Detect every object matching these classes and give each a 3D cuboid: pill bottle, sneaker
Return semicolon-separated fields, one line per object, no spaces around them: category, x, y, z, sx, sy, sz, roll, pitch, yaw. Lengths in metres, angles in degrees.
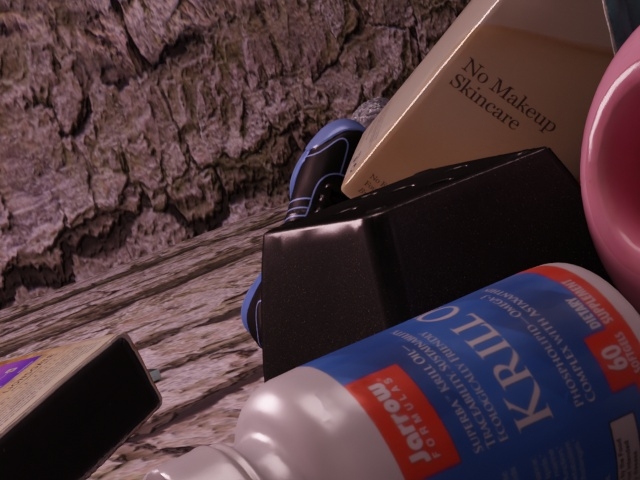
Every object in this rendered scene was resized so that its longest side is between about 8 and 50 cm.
pill bottle;0.040;0.101;0.731;0.221;0.124;0.124;-22;7;-26
sneaker;0.000;0.000;1.560;0.081;0.232;0.090;21;4;-21

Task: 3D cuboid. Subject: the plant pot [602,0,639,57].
plant pot;0.373;-0.151;1.099;0.334;0.341;0.341;-13;7;17

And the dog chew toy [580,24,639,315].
dog chew toy;0.299;-0.035;0.868;0.332;0.207;0.206;0;-5;-33

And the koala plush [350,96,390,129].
koala plush;0.148;-0.074;1.862;0.203;0.196;0.221;-6;7;7

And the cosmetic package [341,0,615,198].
cosmetic package;0.171;-0.126;1.431;0.309;0.160;0.113;-51;9;35

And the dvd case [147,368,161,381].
dvd case;-0.224;0.151;1.676;0.087;0.013;0.119;-22;6;-33

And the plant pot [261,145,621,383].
plant pot;0.072;0.048;0.928;0.188;0.167;0.187;-20;6;-29

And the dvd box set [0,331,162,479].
dvd box set;-0.340;0.192;1.076;0.420;0.062;0.307;-16;18;39

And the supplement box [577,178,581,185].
supplement box;0.319;-0.056;1.599;0.078;0.080;0.233;-10;8;45
